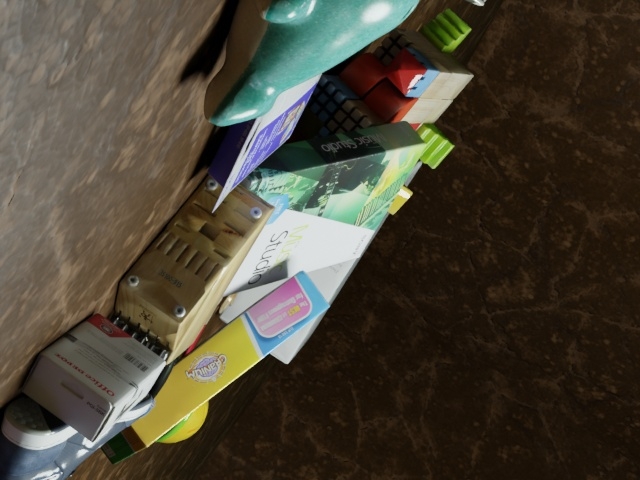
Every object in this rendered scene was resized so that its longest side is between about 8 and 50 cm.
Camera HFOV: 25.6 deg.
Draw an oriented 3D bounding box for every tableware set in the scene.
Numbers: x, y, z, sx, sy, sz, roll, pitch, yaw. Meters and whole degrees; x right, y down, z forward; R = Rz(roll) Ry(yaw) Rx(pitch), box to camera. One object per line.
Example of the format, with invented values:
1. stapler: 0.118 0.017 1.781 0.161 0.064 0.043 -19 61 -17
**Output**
1. tableware set: -0.155 0.085 2.315 0.141 0.020 0.168 -60 173 33

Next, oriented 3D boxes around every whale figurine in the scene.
1. whale figurine: -0.001 -0.210 1.318 0.272 0.141 0.216 -57 175 13

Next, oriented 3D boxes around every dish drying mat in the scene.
1. dish drying mat: -0.216 0.175 2.368 0.083 0.008 0.032 -61 173 33

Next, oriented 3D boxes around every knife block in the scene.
1. knife block: -0.180 0.077 1.714 0.275 0.088 0.242 -54 175 -28

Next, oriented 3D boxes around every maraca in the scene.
1. maraca: -0.241 0.265 2.254 0.127 0.099 0.186 -52 -160 -15

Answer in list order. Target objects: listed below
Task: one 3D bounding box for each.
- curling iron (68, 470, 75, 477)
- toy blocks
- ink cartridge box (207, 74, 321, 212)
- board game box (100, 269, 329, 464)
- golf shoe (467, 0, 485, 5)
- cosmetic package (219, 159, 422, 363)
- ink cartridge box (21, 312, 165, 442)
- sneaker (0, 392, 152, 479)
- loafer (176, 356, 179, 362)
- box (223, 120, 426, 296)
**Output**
1. curling iron: -0.384 0.346 1.780 0.274 0.035 0.068 -50 167 -53
2. toy blocks: 0.052 -0.164 2.004 0.381 0.191 0.261 -49 164 20
3. ink cartridge box: -0.058 -0.158 1.616 0.208 0.045 0.206 -51 173 -51
4. board game box: -0.157 0.176 1.932 0.316 0.064 0.242 -37 180 -23
5. golf shoe: 0.214 -0.435 1.991 0.105 0.120 0.273 -53 172 -18
6. cosmetic package: 0.000 0.000 2.449 0.385 0.156 0.217 -59 175 21
7. ink cartridge box: -0.242 0.146 1.513 0.056 0.099 0.135 -57 173 23
8. sneaker: -0.288 0.237 1.560 0.226 0.086 0.163 -13 130 -58
9. loafer: -0.249 0.200 2.095 0.125 0.045 0.039 -52 -166 27
10. box: -0.027 -0.039 1.873 0.322 0.058 0.232 -17 147 -42
